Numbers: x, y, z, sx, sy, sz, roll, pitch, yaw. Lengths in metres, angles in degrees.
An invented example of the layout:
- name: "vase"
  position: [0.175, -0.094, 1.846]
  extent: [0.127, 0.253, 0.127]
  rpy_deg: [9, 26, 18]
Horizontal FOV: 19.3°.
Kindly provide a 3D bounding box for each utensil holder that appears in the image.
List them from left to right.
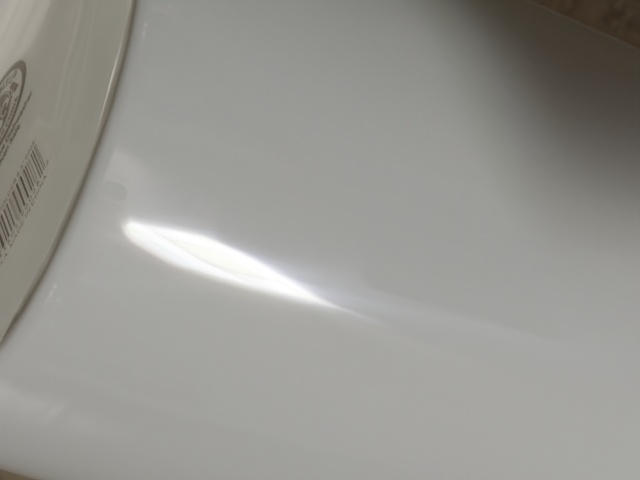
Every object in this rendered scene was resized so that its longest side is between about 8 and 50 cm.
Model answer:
- name: "utensil holder"
  position: [0.000, 0.000, 0.964]
  extent: [0.385, 0.327, 0.327]
  rpy_deg: [20, 173, -28]
